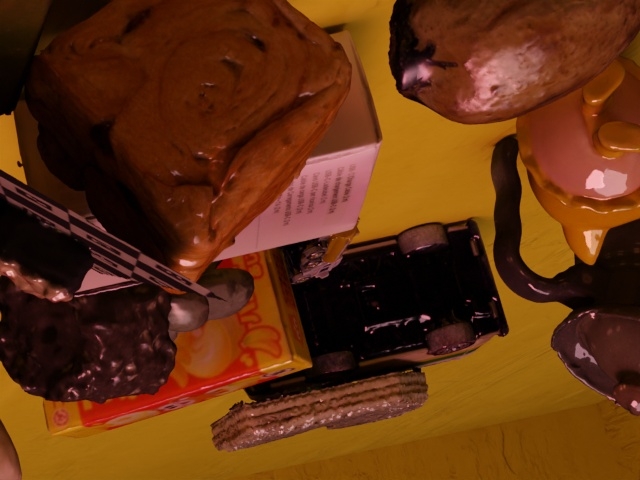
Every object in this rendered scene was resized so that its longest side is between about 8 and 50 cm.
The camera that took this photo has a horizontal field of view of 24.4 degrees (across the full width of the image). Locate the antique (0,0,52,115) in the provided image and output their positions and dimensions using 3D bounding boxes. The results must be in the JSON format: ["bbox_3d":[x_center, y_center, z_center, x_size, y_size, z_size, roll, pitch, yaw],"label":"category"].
[{"bbox_3d":[-0.185,-0.139,0.750,0.081,0.080,0.221,-7,164,-23],"label":"antique"}]

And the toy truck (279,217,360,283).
[{"bbox_3d":[0.000,0.000,1.502,0.063,0.052,0.123,-17,165,-17],"label":"toy truck"}]

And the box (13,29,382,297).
[{"bbox_3d":[-0.092,-0.051,1.118,0.252,0.106,0.203,-12,164,-7],"label":"box"}]

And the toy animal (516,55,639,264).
[{"bbox_3d":[0.234,-0.078,1.265,0.156,0.156,0.230,-15,164,-2],"label":"toy animal"}]

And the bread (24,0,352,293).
[{"bbox_3d":[-0.081,-0.077,0.894,0.158,0.149,0.143,-49,180,-21],"label":"bread"}]

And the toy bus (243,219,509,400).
[{"bbox_3d":[0.037,0.090,1.694,0.306,0.143,0.179,-13,166,-13],"label":"toy bus"}]

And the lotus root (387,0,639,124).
[{"bbox_3d":[0.140,-0.152,0.963,0.214,0.138,0.138,-26,165,-2],"label":"lotus root"}]

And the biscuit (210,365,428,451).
[{"bbox_3d":[0.008,0.186,1.640,0.250,0.046,0.147,-9,167,-25],"label":"biscuit"}]

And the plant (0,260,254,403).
[{"bbox_3d":[-0.170,0.063,1.360,0.146,0.149,0.274,25,-162,21],"label":"plant"}]

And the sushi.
[{"bbox_3d":[-0.187,-0.001,0.874,0.193,0.043,0.279,32,170,-20],"label":"sushi"}]

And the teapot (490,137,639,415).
[{"bbox_3d":[0.316,0.023,1.420,0.223,0.285,0.305,-6,140,41],"label":"teapot"}]

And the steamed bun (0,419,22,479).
[{"bbox_3d":[-0.421,0.122,1.156,0.352,0.247,0.339,18,-174,17],"label":"steamed bun"}]

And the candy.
[{"bbox_3d":[-0.160,0.103,1.543,0.276,0.146,0.088,-19,165,9],"label":"candy"}]
